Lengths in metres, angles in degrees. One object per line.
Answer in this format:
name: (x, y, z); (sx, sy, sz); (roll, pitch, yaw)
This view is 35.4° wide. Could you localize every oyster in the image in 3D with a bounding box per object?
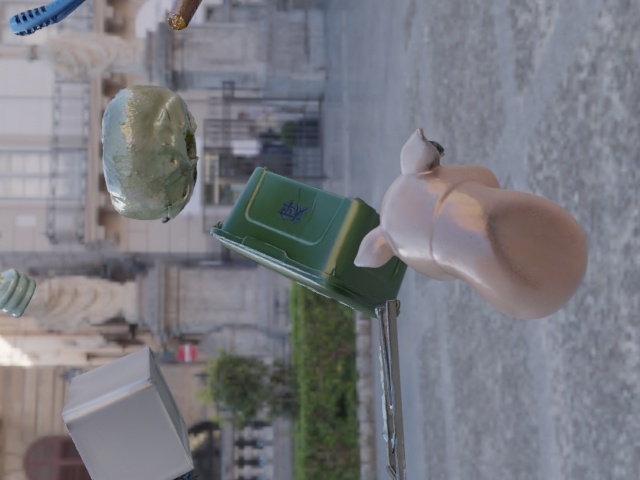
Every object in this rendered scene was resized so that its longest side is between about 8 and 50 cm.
oyster: (0.161, -0.125, 1.508); (0.083, 0.019, 0.054); (-11, -61, -50)

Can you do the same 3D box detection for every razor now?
razor: (-0.334, -0.342, 1.420); (0.042, 0.253, 0.082); (68, -157, -15)

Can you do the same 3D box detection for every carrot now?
carrot: (-0.226, -0.429, 1.740); (0.055, 0.055, 0.161); (97, -177, -52)

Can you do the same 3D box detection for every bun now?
bun: (-0.277, -0.145, 1.677); (0.239, 0.141, 0.239); (-2, -90, -78)

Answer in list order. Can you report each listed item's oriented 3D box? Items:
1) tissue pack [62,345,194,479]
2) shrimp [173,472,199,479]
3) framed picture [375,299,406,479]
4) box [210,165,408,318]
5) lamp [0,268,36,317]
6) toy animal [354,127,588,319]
tissue pack: (-0.287, 0.274, 1.514); (0.246, 0.136, 0.159); (-157, 44, -79)
shrimp: (-0.337, 0.446, 1.633); (0.222, 0.290, 0.054); (-24, 85, 47)
framed picture: (0.108, 0.234, 1.569); (0.209, 0.019, 0.281); (109, 158, -86)
box: (0.000, 0.000, 1.808); (0.253, 0.328, 0.178); (32, -96, -51)
lamp: (-0.493, 0.041, 1.404); (0.106, 0.193, 0.106); (-34, 40, 35)
toy animal: (0.184, -0.001, 1.154); (0.154, 0.250, 0.166); (68, -135, -81)
